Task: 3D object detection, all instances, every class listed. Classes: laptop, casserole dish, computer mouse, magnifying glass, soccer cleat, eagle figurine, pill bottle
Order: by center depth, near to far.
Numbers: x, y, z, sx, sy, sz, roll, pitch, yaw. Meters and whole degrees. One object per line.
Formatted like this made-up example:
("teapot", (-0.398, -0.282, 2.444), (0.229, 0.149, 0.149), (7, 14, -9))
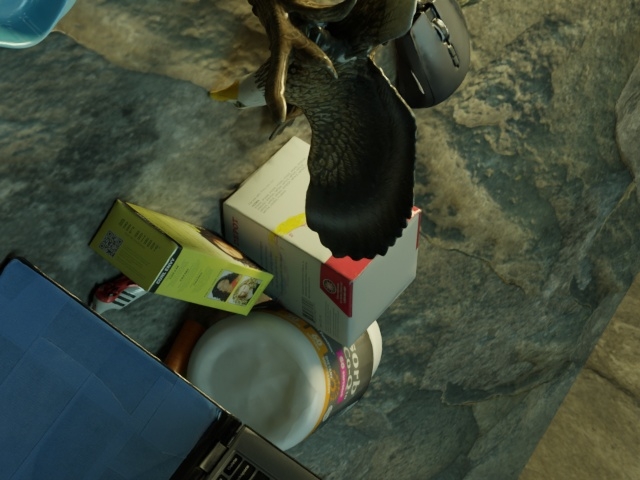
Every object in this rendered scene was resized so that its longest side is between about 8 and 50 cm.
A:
("casserole dish", (-0.248, -0.207, 1.362), (0.114, 0.037, 0.188), (-62, 157, 12))
("laptop", (-0.208, 0.286, 1.531), (0.382, 0.408, 0.236), (-53, 132, -7))
("eagle figurine", (0.005, -0.148, 1.757), (0.226, 0.225, 0.298), (-61, 148, -16))
("soccer cleat", (-0.198, 0.052, 1.811), (0.083, 0.029, 0.035), (-24, 150, -47))
("magnifying glass", (-0.188, 0.193, 1.960), (0.231, 0.026, 0.092), (-65, 157, -13))
("computer mouse", (0.109, -0.205, 2.031), (0.184, 0.060, 0.262), (-47, 155, -23))
("pill bottle", (-0.031, 0.141, 2.059), (0.162, 0.162, 0.278), (-63, 166, 16))

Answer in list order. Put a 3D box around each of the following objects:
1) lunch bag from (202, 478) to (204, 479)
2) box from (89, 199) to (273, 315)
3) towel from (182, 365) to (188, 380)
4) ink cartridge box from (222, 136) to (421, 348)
("lunch bag", (-0.214, 0.287, 1.761), (0.235, 0.287, 0.169), (-49, 158, -7))
("box", (-0.137, 0.020, 1.816), (0.058, 0.087, 0.232), (-57, 158, 6))
("towel", (-0.149, 0.211, 2.120), (0.102, 0.021, 0.237), (-51, 156, -14))
("ink cartridge box", (0.000, 0.000, 1.940), (0.127, 0.176, 0.128), (-46, 156, -29))
